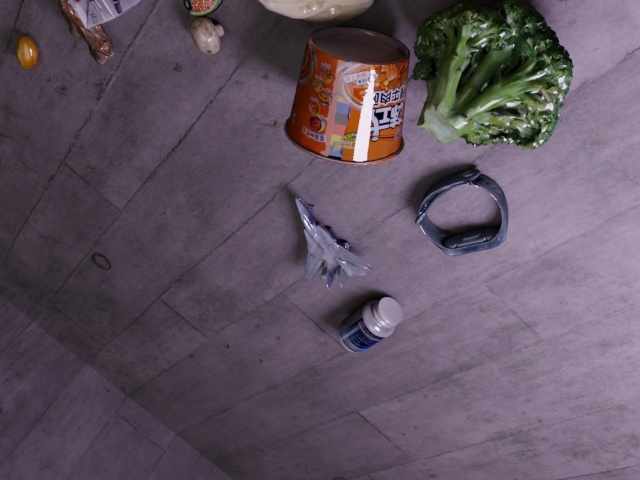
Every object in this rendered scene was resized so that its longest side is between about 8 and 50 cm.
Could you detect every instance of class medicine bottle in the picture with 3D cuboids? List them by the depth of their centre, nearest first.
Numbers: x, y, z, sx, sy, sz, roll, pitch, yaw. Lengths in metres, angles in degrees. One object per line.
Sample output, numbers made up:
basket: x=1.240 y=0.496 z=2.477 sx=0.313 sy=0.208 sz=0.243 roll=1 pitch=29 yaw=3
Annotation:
medicine bottle: x=0.137 y=0.229 z=1.803 sx=0.107 sy=0.107 sz=0.191 roll=39 pitch=137 yaw=-8

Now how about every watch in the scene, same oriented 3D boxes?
watch: x=0.313 y=-0.059 z=1.471 sx=0.206 sy=0.068 sz=0.193 roll=-12 pitch=119 yaw=33

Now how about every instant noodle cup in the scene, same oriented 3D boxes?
instant noodle cup: x=0.062 y=-0.291 z=1.288 sx=0.250 sy=0.250 sz=0.192 roll=19 pitch=126 yaw=13

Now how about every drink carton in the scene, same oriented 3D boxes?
drink carton: x=-0.486 y=-0.581 z=1.392 sx=0.101 sy=0.134 sz=0.222 roll=-6 pitch=126 yaw=33

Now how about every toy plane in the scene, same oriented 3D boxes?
toy plane: x=0.005 y=-0.006 z=1.687 sx=0.212 sy=0.088 sz=0.267 roll=-11 pitch=115 yaw=35

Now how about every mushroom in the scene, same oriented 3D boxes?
mushroom: x=-0.245 y=-0.446 z=1.431 sx=0.084 sy=0.067 sz=0.084 roll=52 pitch=162 yaw=24

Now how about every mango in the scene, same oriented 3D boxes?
mango: x=-0.757 y=-0.486 z=1.698 sx=0.059 sy=0.046 sz=0.089 roll=20 pitch=132 yaw=13

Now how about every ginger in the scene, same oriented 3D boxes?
ginger: x=-0.555 y=-0.550 z=1.514 sx=0.122 sy=0.084 sz=0.290 roll=-11 pitch=122 yaw=10

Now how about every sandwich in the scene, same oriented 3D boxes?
sandwich: x=-0.236 y=-0.515 z=1.372 sx=0.069 sy=0.026 sz=0.101 roll=0 pitch=134 yaw=-13

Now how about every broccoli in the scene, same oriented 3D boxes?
broccoli: x=0.281 y=-0.272 z=1.156 sx=0.307 sy=0.275 sz=0.308 roll=36 pitch=161 yaw=14

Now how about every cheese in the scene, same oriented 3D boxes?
cheese: x=-0.008 y=-0.469 z=1.154 sx=0.173 sy=0.248 sz=0.251 roll=1 pitch=136 yaw=30

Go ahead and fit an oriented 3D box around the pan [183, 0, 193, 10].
pan: x=-0.292 y=-0.591 z=1.349 sx=0.136 sy=0.028 sz=0.235 roll=9 pitch=129 yaw=24
